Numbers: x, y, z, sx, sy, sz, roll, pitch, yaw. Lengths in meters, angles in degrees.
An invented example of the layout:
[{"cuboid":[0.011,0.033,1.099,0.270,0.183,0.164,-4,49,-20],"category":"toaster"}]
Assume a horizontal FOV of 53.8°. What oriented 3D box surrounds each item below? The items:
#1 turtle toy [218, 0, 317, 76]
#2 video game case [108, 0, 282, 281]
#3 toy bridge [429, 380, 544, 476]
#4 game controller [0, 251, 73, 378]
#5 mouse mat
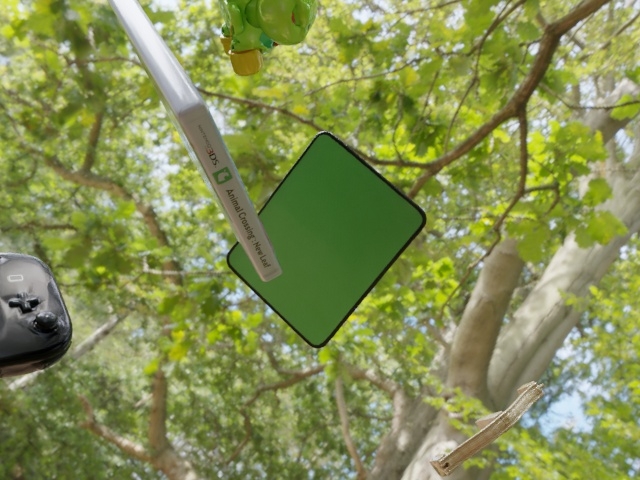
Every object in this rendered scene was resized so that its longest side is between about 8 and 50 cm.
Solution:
[{"cuboid":[-0.045,-0.176,0.466,0.130,0.066,0.095,-118,-167,-53],"category":"turtle toy"},{"cuboid":[-0.107,-0.091,0.540,0.212,0.023,0.193,55,-10,39],"category":"video game case"},{"cuboid":[0.227,0.240,0.823,0.026,0.188,0.063,55,-22,13],"category":"toy bridge"},{"cuboid":[-0.411,0.077,0.597,0.166,0.319,0.067,58,-45,32],"category":"game controller"},{"cuboid":[0.000,0.000,0.666,0.152,0.007,0.190,42,-75,15],"category":"mouse mat"}]
